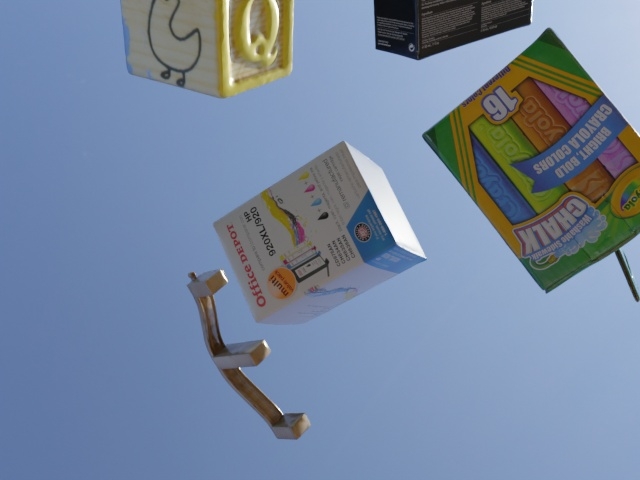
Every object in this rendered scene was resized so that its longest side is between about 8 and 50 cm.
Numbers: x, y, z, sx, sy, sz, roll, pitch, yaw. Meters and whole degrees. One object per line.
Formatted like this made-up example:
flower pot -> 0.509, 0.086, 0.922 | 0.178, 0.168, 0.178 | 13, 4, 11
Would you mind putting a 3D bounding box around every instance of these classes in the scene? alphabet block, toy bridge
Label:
alphabet block -> -0.172, -0.348, 1.070 | 0.197, 0.192, 0.193 | 18, -146, 27
toy bridge -> -0.078, 0.110, 0.660 | 0.026, 0.063, 0.188 | -42, -70, -43

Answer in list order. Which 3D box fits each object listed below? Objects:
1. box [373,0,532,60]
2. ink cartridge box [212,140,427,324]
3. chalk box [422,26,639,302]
box -> 0.206, -0.399, 1.038 | 0.261, 0.184, 0.103 | -24, -143, -30
ink cartridge box -> 0.000, 0.000, 1.009 | 0.233, 0.168, 0.171 | -30, -108, 16
chalk box -> 0.289, -0.066, 0.786 | 0.179, 0.180, 0.289 | -40, -97, 23
